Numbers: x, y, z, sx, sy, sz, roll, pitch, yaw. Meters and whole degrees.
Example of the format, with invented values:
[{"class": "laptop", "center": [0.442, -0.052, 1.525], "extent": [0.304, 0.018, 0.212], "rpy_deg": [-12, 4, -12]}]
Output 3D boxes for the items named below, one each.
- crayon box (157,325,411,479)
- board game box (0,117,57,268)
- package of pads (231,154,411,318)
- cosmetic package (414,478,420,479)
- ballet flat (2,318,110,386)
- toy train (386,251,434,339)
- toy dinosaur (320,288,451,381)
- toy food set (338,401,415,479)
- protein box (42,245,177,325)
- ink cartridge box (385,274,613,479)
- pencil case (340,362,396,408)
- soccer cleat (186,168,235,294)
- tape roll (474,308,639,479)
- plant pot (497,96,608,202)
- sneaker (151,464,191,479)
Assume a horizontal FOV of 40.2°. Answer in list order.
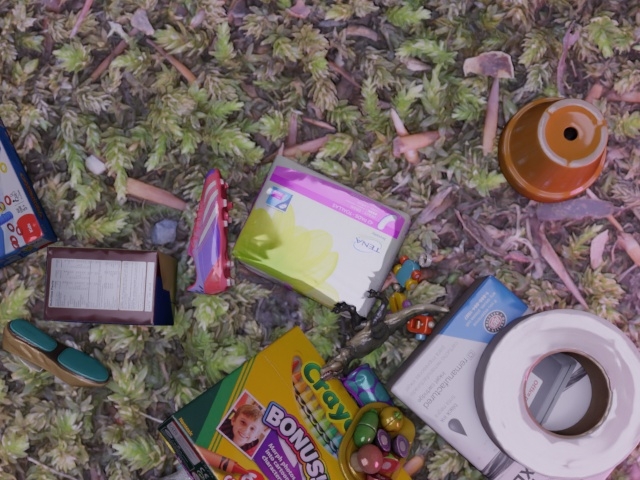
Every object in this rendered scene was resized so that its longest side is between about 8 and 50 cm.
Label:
[{"class": "crayon box", "center": [-0.060, 0.388, 1.581], "extent": [0.313, 0.106, 0.363], "rpy_deg": [-33, 84, -36]}, {"class": "board game box", "center": [-0.727, -0.072, 1.722], "extent": [0.301, 0.086, 0.308], "rpy_deg": [-27, 85, -2]}, {"class": "package of pads", "center": [0.000, 0.000, 1.694], "extent": [0.296, 0.101, 0.229], "rpy_deg": [24, 85, 4]}, {"class": "cosmetic package", "center": [0.318, 0.586, 1.584], "extent": [0.365, 0.197, 0.155], "rpy_deg": [24, 85, 5]}, {"class": "ballet flat", "center": [-0.517, 0.235, 1.706], "extent": [0.232, 0.080, 0.073], "rpy_deg": [31, 114, 6]}, {"class": "toy train", "center": [0.187, 0.109, 1.684], "extent": [0.046, 0.125, 0.166], "rpy_deg": [13, 79, -38]}, {"class": "toy dinosaur", "center": [0.095, 0.152, 1.611], "extent": [0.268, 0.064, 0.118], "rpy_deg": [-32, 108, 6]}, {"class": "toy food set", "center": [0.105, 0.381, 1.565], "extent": [0.128, 0.071, 0.218], "rpy_deg": [39, 55, -9]}, {"class": "protein box", "center": [-0.388, 0.089, 1.642], "extent": [0.201, 0.200, 0.136], "rpy_deg": [3, 84, 1]}, {"class": "ink cartridge box", "center": [0.362, 0.298, 1.625], "extent": [0.395, 0.166, 0.285], "rpy_deg": [41, 86, 4]}, {"class": "pencil case", "center": [0.101, 0.313, 1.679], "extent": [0.070, 0.064, 0.152], "rpy_deg": [-28, 83, -29]}, {"class": "soccer cleat", "center": [-0.221, -0.017, 1.713], "extent": [0.095, 0.083, 0.248], "rpy_deg": [-4, 87, 5]}, {"class": "tape roll", "center": [0.410, 0.260, 1.494], "extent": [0.286, 0.100, 0.286], "rpy_deg": [0, 83, 0]}, {"class": "plant pot", "center": [0.455, -0.185, 1.659], "extent": [0.205, 0.188, 0.205], "rpy_deg": [0, 84, 1]}, {"class": "sneaker", "center": [-0.199, 0.418, 1.665], "extent": [0.282, 0.110, 0.122], "rpy_deg": [-14, 78, -10]}]
